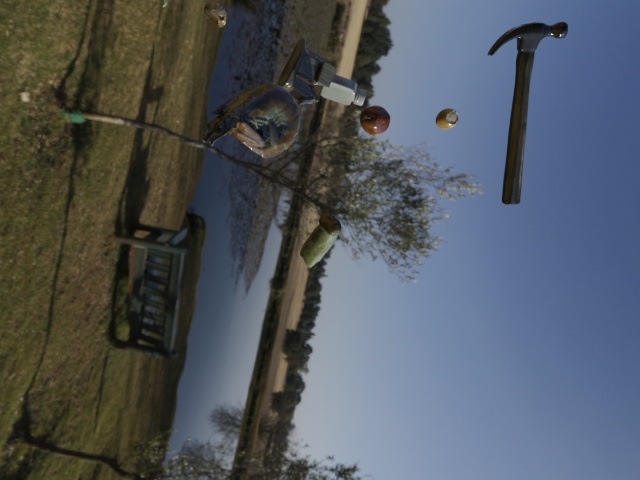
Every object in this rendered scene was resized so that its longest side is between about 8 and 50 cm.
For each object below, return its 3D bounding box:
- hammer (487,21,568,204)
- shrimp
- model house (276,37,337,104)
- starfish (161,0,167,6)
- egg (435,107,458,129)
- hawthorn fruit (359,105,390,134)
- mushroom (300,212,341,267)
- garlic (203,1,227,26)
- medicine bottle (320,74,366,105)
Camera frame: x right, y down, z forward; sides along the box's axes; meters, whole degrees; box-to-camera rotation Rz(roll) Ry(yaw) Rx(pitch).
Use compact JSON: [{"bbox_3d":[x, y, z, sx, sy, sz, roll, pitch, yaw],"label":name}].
[{"bbox_3d":[0.498,-0.300,1.144,0.044,0.168,0.440,-70,157,-65],"label":"hammer"},{"bbox_3d":[-0.152,-0.264,1.076,0.317,0.077,0.168,-40,119,-41],"label":"shrimp"},{"bbox_3d":[-0.048,-0.637,1.768,0.229,0.188,0.122,-63,-167,6],"label":"model house"},{"bbox_3d":[-0.539,-0.916,1.564,0.050,0.216,0.224,-121,-145,-43],"label":"starfish"},{"bbox_3d":[0.490,-0.473,1.789,0.096,0.080,0.080,-158,-104,-67],"label":"egg"},{"bbox_3d":[0.261,-0.592,2.208,0.189,0.149,0.149,52,45,-70],"label":"hawthorn fruit"},{"bbox_3d":[0.000,0.000,1.802,0.100,0.081,0.312,61,-32,18],"label":"mushroom"},{"bbox_3d":[-0.434,-0.918,1.846,0.066,0.152,0.084,-20,139,-41],"label":"garlic"},{"bbox_3d":[0.097,-0.624,1.919,0.119,0.183,0.070,125,-18,-69],"label":"medicine bottle"}]
